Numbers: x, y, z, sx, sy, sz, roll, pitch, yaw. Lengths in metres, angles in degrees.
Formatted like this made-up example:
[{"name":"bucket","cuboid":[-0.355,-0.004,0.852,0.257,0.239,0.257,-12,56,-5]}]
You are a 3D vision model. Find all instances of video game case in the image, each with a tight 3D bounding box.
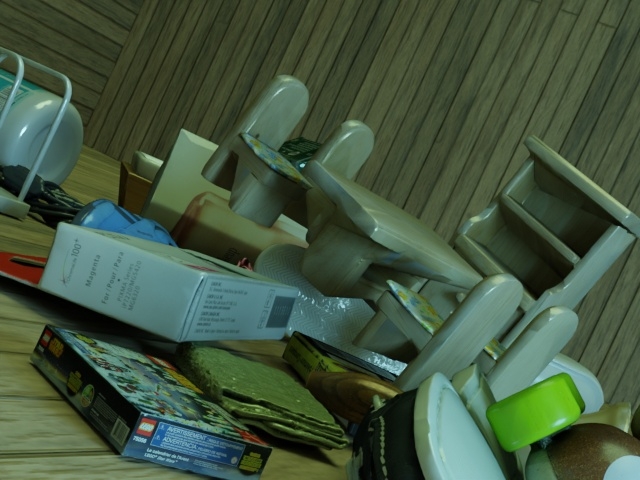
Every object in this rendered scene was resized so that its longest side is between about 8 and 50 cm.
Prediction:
[{"name":"video game case","cuboid":[0.114,0.179,1.039,0.274,0.035,0.248,25,1,-17]}]

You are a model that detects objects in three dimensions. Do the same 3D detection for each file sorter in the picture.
[{"name":"file sorter","cuboid":[-0.452,-0.166,1.205,0.192,0.173,0.277,26,2,41]}]

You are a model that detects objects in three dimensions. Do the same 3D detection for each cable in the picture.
[{"name":"cable","cuboid":[-0.323,-0.037,1.387,0.184,0.047,0.150,27,-4,25]}]

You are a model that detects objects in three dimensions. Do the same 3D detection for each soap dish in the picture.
[{"name":"soap dish","cuboid":[-0.202,-0.039,1.802,0.290,0.118,0.229,25,2,-16]}]

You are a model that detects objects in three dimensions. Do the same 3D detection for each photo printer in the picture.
[{"name":"photo printer","cuboid":[0.311,0.205,1.810,0.307,0.107,0.256,25,2,-7]}]

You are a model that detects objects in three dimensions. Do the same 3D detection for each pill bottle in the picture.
[{"name":"pill bottle","cuboid":[-0.470,-0.171,1.512,0.264,0.146,0.146,26,2,24]}]

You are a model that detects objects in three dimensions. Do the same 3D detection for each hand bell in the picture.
[{"name":"hand bell","cuboid":[0.103,0.149,0.846,0.241,0.126,0.126,17,0,13]}]

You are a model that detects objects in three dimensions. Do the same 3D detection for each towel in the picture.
[{"name":"towel","cuboid":[-0.049,0.114,0.806,0.110,0.027,0.148,24,3,-24]}]

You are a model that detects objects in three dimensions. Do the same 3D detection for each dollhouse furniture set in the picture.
[{"name":"dollhouse furniture set","cuboid":[0.150,-0.016,1.181,0.394,0.256,0.362,26,16,-51]}]

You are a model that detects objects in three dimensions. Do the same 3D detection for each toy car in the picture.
[{"name":"toy car","cuboid":[0.220,0.127,0.644,0.155,0.188,0.149,64,12,12]}]

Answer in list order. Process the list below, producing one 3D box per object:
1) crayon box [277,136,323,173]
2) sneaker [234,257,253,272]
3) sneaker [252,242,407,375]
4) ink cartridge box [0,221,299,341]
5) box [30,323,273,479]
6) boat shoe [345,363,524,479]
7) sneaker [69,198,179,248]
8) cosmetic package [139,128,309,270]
[{"name":"crayon box","cuboid":[0.000,0.000,1.825,0.083,0.323,0.203,-18,15,-15]},{"name":"sneaker","cuboid":[-0.109,0.049,1.452,0.047,0.057,0.119,23,1,-16]},{"name":"sneaker","cuboid":[0.026,0.095,1.359,0.292,0.108,0.169,35,-3,-16]},{"name":"ink cartridge box","cuboid":[-0.167,0.024,0.938,0.238,0.060,0.275,20,0,14]},{"name":"box","cuboid":[-0.102,0.095,0.639,0.094,0.027,0.137,25,1,-39]},{"name":"boat shoe","cuboid":[0.065,0.141,0.655,0.114,0.091,0.302,66,10,11]},{"name":"sneaker","cuboid":[-0.206,0.006,1.188,0.082,0.069,0.209,29,3,15]},{"name":"cosmetic package","cuboid":[-0.099,-0.015,1.523,0.296,0.129,0.153,24,-28,-10]}]
